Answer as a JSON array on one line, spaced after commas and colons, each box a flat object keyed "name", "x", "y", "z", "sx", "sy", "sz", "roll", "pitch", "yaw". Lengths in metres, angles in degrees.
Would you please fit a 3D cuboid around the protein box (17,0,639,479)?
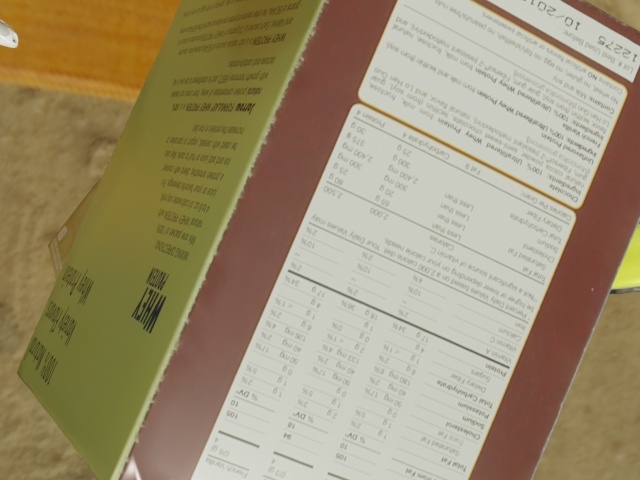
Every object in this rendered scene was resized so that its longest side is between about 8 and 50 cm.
[{"name": "protein box", "x": 0.000, "y": 0.000, "z": 0.518, "sx": 0.136, "sy": 0.200, "sz": 0.201, "roll": 25, "pitch": 86, "yaw": -21}]

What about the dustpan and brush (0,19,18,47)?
[{"name": "dustpan and brush", "x": -0.345, "y": -0.214, "z": 1.231, "sx": 0.211, "sy": 0.060, "sz": 0.147, "roll": 39, "pitch": 53, "yaw": -69}]

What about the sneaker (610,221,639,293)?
[{"name": "sneaker", "x": 0.087, "y": -0.021, "z": 0.853, "sx": 0.111, "sy": 0.300, "sz": 0.121, "roll": -35, "pitch": 117, "yaw": -81}]

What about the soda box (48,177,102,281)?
[{"name": "soda box", "x": -0.106, "y": 0.046, "z": 0.791, "sx": 0.058, "sy": 0.061, "sz": 0.181, "roll": 27, "pitch": 24, "yaw": -35}]
